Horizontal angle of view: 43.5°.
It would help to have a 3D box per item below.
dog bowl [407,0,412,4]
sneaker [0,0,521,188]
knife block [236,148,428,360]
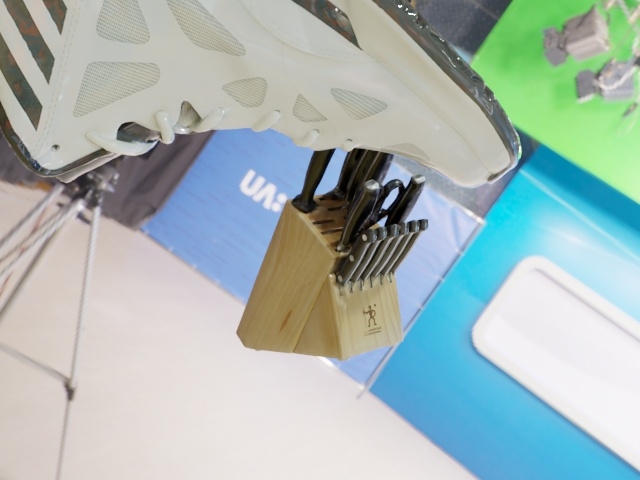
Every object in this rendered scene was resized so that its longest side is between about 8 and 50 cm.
[{"bbox_3d":[-0.038,-0.354,0.899,0.349,0.349,0.102,35,41,0],"label":"dog bowl"},{"bbox_3d":[-0.068,-0.123,0.604,0.447,0.257,0.169,34,19,-28],"label":"sneaker"},{"bbox_3d":[0.000,0.000,0.866,0.088,0.242,0.276,-10,3,-37],"label":"knife block"}]
